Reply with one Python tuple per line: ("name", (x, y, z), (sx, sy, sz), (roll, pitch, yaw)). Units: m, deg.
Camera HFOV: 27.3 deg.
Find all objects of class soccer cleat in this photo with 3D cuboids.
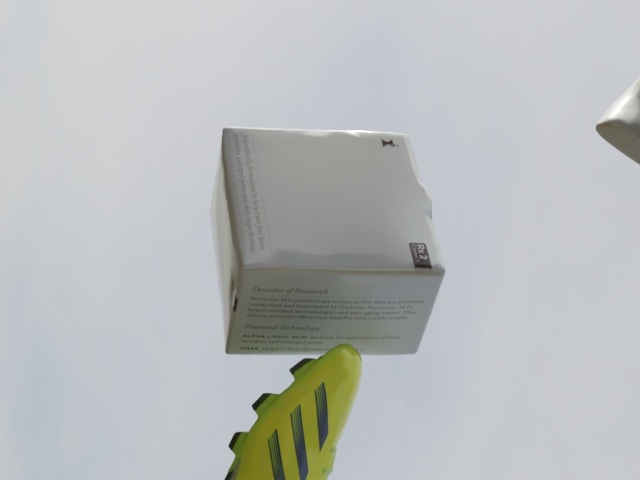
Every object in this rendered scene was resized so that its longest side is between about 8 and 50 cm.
("soccer cleat", (-0.036, 0.220, 1.081), (0.121, 0.289, 0.093), (34, -2, 17))

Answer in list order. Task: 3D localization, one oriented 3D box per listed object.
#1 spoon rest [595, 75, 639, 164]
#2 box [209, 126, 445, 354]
("spoon rest", (0.229, -0.147, 0.586), (0.276, 0.137, 0.084), (-54, -179, 34))
("box", (0.000, 0.000, 1.185), (0.119, 0.182, 0.181), (104, -18, -44))
